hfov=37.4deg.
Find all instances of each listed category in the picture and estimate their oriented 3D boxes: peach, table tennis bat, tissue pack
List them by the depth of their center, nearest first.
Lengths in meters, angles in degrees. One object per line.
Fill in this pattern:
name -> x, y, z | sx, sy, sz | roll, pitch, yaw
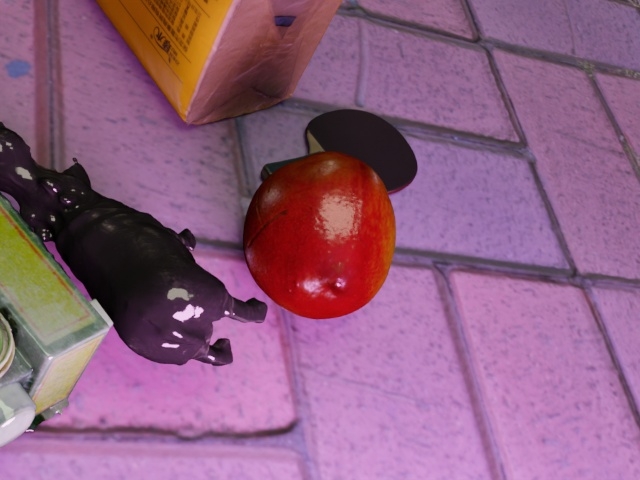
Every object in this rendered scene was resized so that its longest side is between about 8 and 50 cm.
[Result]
peach -> 0.000, 0.000, 1.078 | 0.197, 0.197, 0.197 | 16, 48, -18
tissue pack -> -0.158, -0.390, 1.230 | 0.228, 0.293, 0.382 | -19, 65, -40
table tennis bat -> 0.027, -0.114, 1.304 | 0.274, 0.021, 0.154 | -20, 65, -42

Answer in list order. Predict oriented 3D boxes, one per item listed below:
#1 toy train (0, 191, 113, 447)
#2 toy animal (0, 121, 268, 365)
toy train -> -0.331, 0.061, 0.855 | 0.272, 0.159, 0.188 | 48, 39, 13
toy animal -> -0.214, 0.006, 0.977 | 0.343, 0.106, 0.168 | 38, 10, 23
